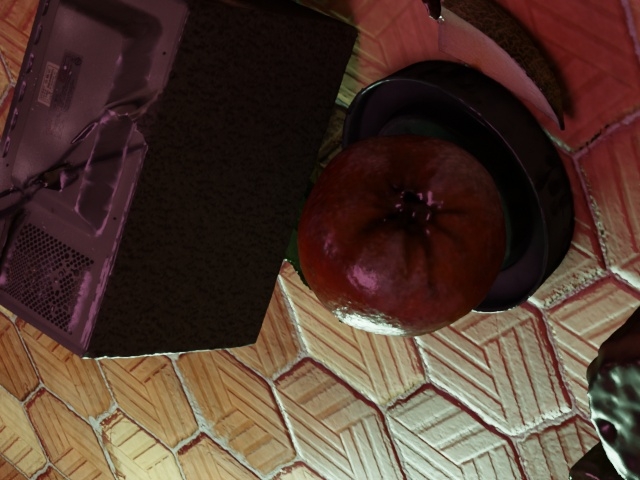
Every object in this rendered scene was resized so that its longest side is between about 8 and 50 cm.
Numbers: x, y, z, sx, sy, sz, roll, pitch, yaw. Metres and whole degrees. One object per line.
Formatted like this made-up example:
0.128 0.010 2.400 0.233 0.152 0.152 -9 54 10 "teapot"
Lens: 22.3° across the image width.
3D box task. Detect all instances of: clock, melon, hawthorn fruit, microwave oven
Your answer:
0.160 -0.064 1.937 0.319 0.066 0.318 32 141 30 "clock"
0.204 -0.197 1.781 0.182 0.054 0.098 38 149 25 "melon"
0.083 0.012 1.821 0.231 0.235 0.263 61 142 45 "hawthorn fruit"
-0.199 -0.105 1.956 0.236 0.374 0.432 28 107 35 "microwave oven"

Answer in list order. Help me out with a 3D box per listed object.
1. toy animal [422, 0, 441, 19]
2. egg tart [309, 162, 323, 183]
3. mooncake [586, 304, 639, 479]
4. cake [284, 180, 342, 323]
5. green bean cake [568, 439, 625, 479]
0.098 -0.336 1.759 0.188 0.089 0.179 57 136 22 "toy animal"
-0.112 -0.106 2.212 0.279 0.095 0.279 31 138 32 "egg tart"
0.425 0.191 1.748 0.290 0.161 0.290 34 143 31 "mooncake"
-0.006 -0.015 2.130 0.235 0.099 0.100 46 122 12 "cake"
0.395 0.348 1.982 0.185 0.094 0.183 31 139 31 "green bean cake"
